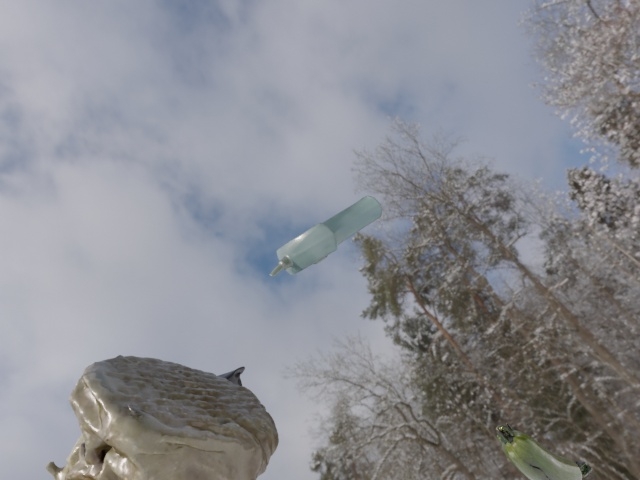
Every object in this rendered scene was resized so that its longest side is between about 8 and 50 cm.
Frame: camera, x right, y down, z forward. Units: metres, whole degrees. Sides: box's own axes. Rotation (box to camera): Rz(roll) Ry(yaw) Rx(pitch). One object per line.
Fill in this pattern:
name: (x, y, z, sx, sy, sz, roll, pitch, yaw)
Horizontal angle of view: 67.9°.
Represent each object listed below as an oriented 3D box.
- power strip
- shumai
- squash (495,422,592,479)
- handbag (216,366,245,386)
power strip: (0.000, 0.000, 0.682, 0.137, 0.044, 0.216, -31, 1, 34)
shumai: (-0.211, 0.313, 0.628, 0.262, 0.267, 0.314, -66, -25, -2)
squash: (0.453, 0.452, 0.959, 0.319, 0.071, 0.080, 32, -92, -27)
handbag: (-0.262, 0.406, 1.013, 0.255, 0.210, 0.088, -12, -14, -17)
